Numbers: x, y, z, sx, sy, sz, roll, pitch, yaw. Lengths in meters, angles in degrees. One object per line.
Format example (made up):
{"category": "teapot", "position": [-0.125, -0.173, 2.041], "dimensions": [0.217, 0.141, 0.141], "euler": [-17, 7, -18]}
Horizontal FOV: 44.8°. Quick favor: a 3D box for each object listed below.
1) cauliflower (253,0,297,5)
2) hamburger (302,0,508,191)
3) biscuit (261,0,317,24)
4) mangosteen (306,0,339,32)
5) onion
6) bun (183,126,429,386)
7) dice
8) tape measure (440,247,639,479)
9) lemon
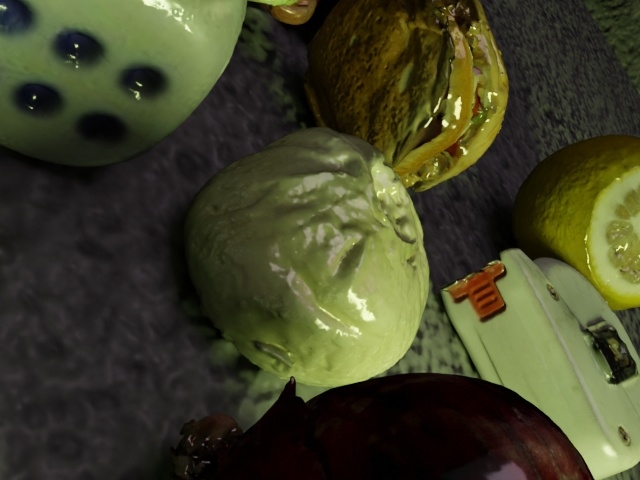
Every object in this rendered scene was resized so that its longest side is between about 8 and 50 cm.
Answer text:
{"category": "cauliflower", "position": [-0.062, -0.260, 0.444], "dimensions": [0.272, 0.275, 0.250], "euler": [-129, -158, -53]}
{"category": "hamburger", "position": [0.095, -0.173, 0.851], "dimensions": [0.163, 0.244, 0.244], "euler": [2, 60, -39]}
{"category": "biscuit", "position": [-0.145, -0.359, 0.836], "dimensions": [0.324, 0.049, 0.205], "euler": [19, 58, -26]}
{"category": "mangosteen", "position": [0.010, -0.320, 0.967], "dimensions": [0.151, 0.137, 0.137], "euler": [7, 55, -30]}
{"category": "onion", "position": [0.024, 0.187, 0.419], "dimensions": [0.221, 0.281, 0.281], "euler": [27, 43, -41]}
{"category": "bun", "position": [0.000, 0.000, 0.659], "dimensions": [0.244, 0.153, 0.244], "euler": [29, 40, -27]}
{"category": "dice", "position": [-0.177, -0.182, 0.554], "dimensions": [0.193, 0.194, 0.192], "euler": [25, 42, -39]}
{"category": "tape measure", "position": [0.281, 0.140, 0.904], "dimensions": [0.265, 0.130, 0.258], "euler": [-2, 61, -52]}
{"category": "lemon", "position": [0.383, -0.029, 1.084], "dimensions": [0.240, 0.240, 0.219], "euler": [40, -4, -22]}
